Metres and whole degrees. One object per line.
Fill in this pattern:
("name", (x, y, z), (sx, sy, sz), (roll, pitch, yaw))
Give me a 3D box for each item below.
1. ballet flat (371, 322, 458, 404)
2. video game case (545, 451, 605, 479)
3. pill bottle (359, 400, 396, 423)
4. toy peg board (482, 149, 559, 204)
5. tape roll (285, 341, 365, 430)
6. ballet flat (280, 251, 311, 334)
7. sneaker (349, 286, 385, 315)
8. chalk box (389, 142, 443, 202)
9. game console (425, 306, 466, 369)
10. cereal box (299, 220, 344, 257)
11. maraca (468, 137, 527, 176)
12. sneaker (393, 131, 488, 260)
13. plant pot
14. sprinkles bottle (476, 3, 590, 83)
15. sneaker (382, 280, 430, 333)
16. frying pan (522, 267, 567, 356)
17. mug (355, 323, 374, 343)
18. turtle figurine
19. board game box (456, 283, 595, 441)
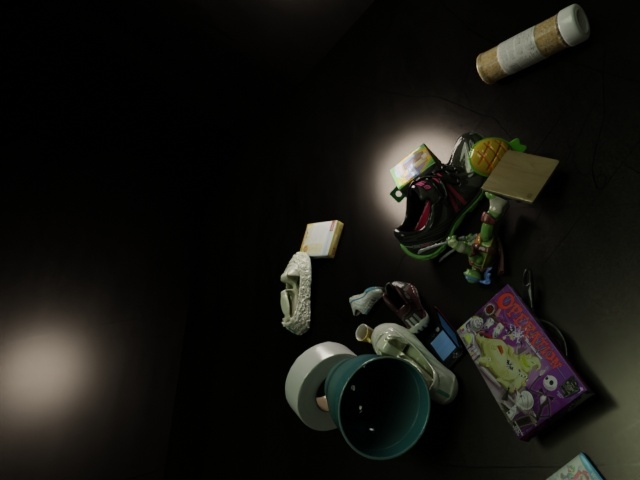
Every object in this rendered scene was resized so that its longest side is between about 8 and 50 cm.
("ballet flat", (0.262, 0.363, 1.554), (0.139, 0.139, 0.400), (-60, 37, 5))
("video game case", (0.561, 0.574, 1.103), (0.166, 0.015, 0.119), (-51, 33, 19))
("pill bottle", (0.201, 0.556, 1.566), (0.169, 0.094, 0.094), (6, 73, 57))
("toy peg board", (0.600, -0.172, 1.477), (0.161, 0.079, 0.160), (25, 71, 41))
("tape roll", (0.027, 0.496, 1.686), (0.100, 0.286, 0.286), (25, 88, 58))
("ballet flat", (-0.113, 0.214, 2.200), (0.147, 0.147, 0.409), (-33, 49, 40))
("sneaker", (0.183, 0.234, 1.867), (0.191, 0.071, 0.083), (-39, 44, 47))
("chalk box", (0.356, -0.229, 1.856), (0.213, 0.132, 0.132), (-37, 40, 22))
("game console", (0.370, 0.299, 1.516), (0.124, 0.085, 0.144), (-53, 32, 16))
("cereal box", (0.000, 0.000, 2.313), (0.240, 0.047, 0.173), (-3, 66, 54))
("maraca", (0.567, -0.267, 1.580), (0.099, 0.186, 0.127), (-60, -35, -87))
("sneaker", (0.415, -0.164, 1.674), (0.185, 0.202, 0.482), (24, 85, 57))
("plant pot", (0.135, 0.454, 1.436), (0.271, 0.272, 0.255), (-70, 16, -10))
("sprinkles bottle", (0.713, -0.659, 1.688), (0.355, 0.121, 0.121), (-15, 55, 51))
("sneaker", (0.260, 0.177, 1.657), (0.106, 0.162, 0.281), (-42, 24, 6))
("frying pan", (0.545, 0.253, 1.329), (0.197, 0.053, 0.326), (-41, 36, 33))
("mug", (0.172, 0.348, 1.790), (0.062, 0.064, 0.078), (-36, 41, 37))
("turtle figurine", (0.453, -0.022, 1.523), (0.275, 0.198, 0.266), (34, 101, 55))
("board game box", (0.506, 0.303, 1.273), (0.208, 0.056, 0.347), (-47, 35, 21))
